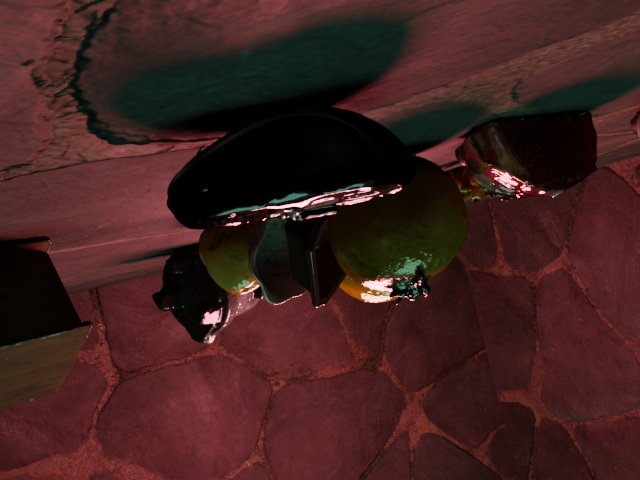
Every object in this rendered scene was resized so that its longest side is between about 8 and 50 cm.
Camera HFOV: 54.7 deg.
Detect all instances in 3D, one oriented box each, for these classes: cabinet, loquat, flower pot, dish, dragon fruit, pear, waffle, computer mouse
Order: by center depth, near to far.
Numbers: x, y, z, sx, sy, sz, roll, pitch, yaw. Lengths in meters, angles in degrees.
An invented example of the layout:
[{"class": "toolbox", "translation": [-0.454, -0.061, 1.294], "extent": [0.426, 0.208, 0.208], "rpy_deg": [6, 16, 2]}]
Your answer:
[{"class": "computer mouse", "translation": [-0.028, -0.071, 0.578], "extent": [0.233, 0.096, 0.137], "rpy_deg": [-9, 172, -9]}, {"class": "cabinet", "translation": [-0.478, 0.134, 0.965], "extent": [0.148, 0.175, 0.215], "rpy_deg": [-11, 149, -46]}, {"class": "dragon fruit", "translation": [0.328, -0.121, 1.001], "extent": [0.274, 0.126, 0.161], "rpy_deg": [-11, 176, -35]}, {"class": "loquat", "translation": [0.127, -0.017, 1.019], "extent": [0.244, 0.244, 0.244], "rpy_deg": [-13, 178, -1]}, {"class": "flower pot", "translation": [0.000, 0.000, 1.183], "extent": [0.179, 0.084, 0.251], "rpy_deg": [-53, 157, -31]}, {"class": "waffle", "translation": [0.352, -0.129, 1.229], "extent": [0.260, 0.069, 0.293], "rpy_deg": [-15, -171, 5]}, {"class": "dish", "translation": [-0.083, 0.012, 1.260], "extent": [0.081, 0.229, 0.229], "rpy_deg": [16, -163, 37]}, {"class": "pear", "translation": [-0.180, 0.033, 1.334], "extent": [0.178, 0.178, 0.178], "rpy_deg": [-13, 178, -1]}, {"class": "flower pot", "translation": [-0.342, 0.162, 1.898], "extent": [0.299, 0.299, 0.283], "rpy_deg": [-15, -179, 34]}]

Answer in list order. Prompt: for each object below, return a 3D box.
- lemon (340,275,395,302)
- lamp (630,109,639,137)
[{"class": "lemon", "translation": [0.138, 0.034, 1.566], "extent": [0.267, 0.267, 0.267], "rpy_deg": [-13, 178, -1]}, {"class": "lamp", "translation": [0.618, -0.188, 0.995], "extent": [0.182, 0.182, 0.314], "rpy_deg": [-14, -162, 22]}]
